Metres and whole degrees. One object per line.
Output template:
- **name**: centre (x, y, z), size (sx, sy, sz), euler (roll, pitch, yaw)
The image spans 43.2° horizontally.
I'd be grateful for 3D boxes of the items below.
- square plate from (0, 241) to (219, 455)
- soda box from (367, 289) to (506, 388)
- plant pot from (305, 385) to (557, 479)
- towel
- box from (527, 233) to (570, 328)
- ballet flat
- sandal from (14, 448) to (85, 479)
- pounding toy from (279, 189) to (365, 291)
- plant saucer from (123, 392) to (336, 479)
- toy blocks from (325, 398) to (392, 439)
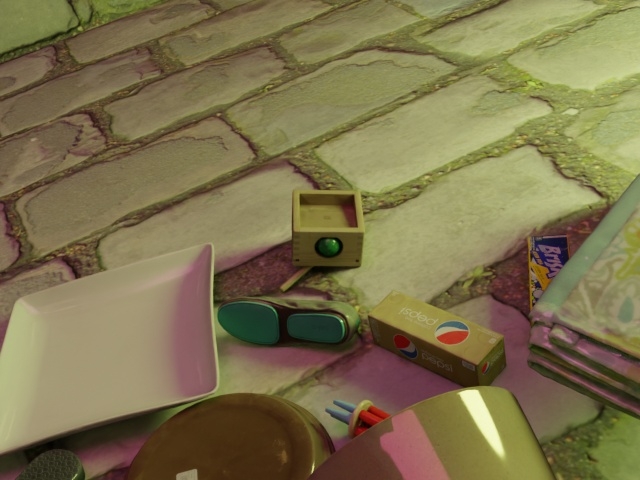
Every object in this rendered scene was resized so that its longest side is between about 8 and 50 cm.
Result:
- **square plate**: centre (-0.313, 0.158, 1.198), size (0.344, 0.049, 0.347), euler (-16, 36, 2)
- **soda box**: centre (0.152, 0.131, 1.073), size (0.181, 0.058, 0.061), euler (22, 50, 39)
- **plant pot**: centre (0.137, 0.316, 0.708), size (0.257, 0.256, 0.274), euler (-22, 53, -10)
- **towel**: centre (0.423, 0.042, 0.782), size (0.321, 0.090, 0.374), euler (26, 62, 41)
- **box**: centre (0.316, 0.064, 1.108), size (0.059, 0.054, 0.169), euler (-4, 38, 15)
- **ballet flat**: centre (-0.045, 0.116, 1.170), size (0.213, 0.072, 0.068), euler (3, 13, 22)
- **sandal**: centre (-0.384, 0.359, 0.975), size (0.097, 0.054, 0.254), euler (21, 39, 29)
- **pounding toy**: centre (0.000, 0.000, 1.286), size (0.130, 0.100, 0.141), euler (1, 39, -3)
- **plant saucer**: centre (-0.117, 0.286, 0.979), size (0.278, 0.041, 0.277), euler (-9, 37, 7)
- **toy blocks**: centre (0.053, 0.247, 0.956), size (0.148, 0.054, 0.123), euler (15, 45, 33)
